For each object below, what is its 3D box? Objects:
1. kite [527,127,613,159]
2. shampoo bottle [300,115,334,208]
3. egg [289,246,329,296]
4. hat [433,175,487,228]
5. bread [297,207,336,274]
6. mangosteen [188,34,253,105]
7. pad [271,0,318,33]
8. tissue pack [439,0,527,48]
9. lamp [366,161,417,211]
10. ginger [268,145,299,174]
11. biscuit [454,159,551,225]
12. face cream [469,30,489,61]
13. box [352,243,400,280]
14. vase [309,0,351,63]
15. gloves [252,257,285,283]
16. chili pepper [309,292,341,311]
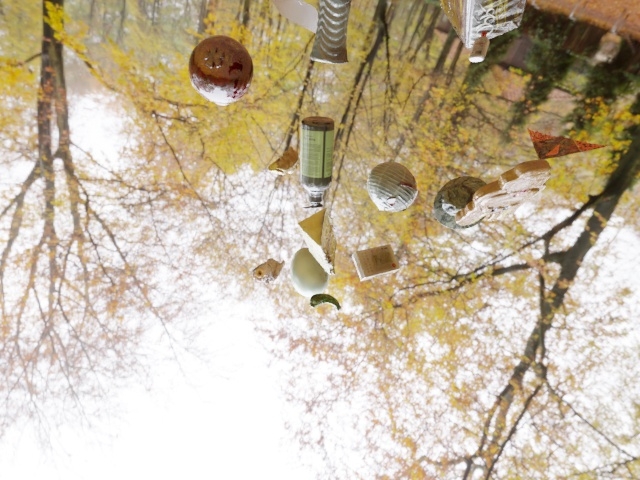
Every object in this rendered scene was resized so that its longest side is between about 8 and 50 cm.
[{"bbox_3d":[0.584,-0.232,1.094,0.125,0.008,0.222,-35,-140,-20],"label":"kite"},{"bbox_3d":[-0.012,-0.229,1.333,0.101,0.283,0.101,1,-153,-1],"label":"shampoo bottle"},{"bbox_3d":[-0.053,0.144,2.047,0.183,0.183,0.264,6,-135,-23],"label":"egg"},{"bbox_3d":[0.598,-0.176,1.891,0.265,0.265,0.128,42,-165,31],"label":"hat"},{"bbox_3d":[0.000,0.000,1.670,0.142,0.266,0.178,15,-116,17],"label":"bread"},{"bbox_3d":[-0.325,-0.554,1.460,0.215,0.215,0.257,21,175,0],"label":"mangosteen"},{"bbox_3d":[-0.059,-0.577,1.098,0.160,0.009,0.265,30,-167,3],"label":"pad"},{"bbox_3d":[0.423,-0.707,1.110,0.210,0.198,0.370,68,-172,21],"label":"tissue pack"},{"bbox_3d":[0.338,-0.246,2.068,0.233,0.233,0.265,47,-167,36],"label":"lamp"},{"bbox_3d":[-0.146,-0.346,1.924,0.081,0.115,0.205,44,-155,8],"label":"ginger"},{"bbox_3d":[0.467,-0.109,1.111,0.186,0.295,0.044,-12,-110,-9],"label":"biscuit"},{"bbox_3d":[0.401,-0.486,1.093,0.040,0.083,0.021,11,164,35],"label":"face cream"},{"bbox_3d":[0.265,0.104,2.093,0.201,0.058,0.141,-13,-108,-24],"label":"box"},{"bbox_3d":[0.028,-0.451,0.790,0.115,0.237,0.115,6,-149,-4],"label":"vase"},{"bbox_3d":[-0.207,0.123,1.710,0.094,0.110,0.144,52,-146,10],"label":"gloves"},{"bbox_3d":[0.014,0.264,1.879,0.182,0.050,0.073,13,-155,-44],"label":"chili pepper"}]
